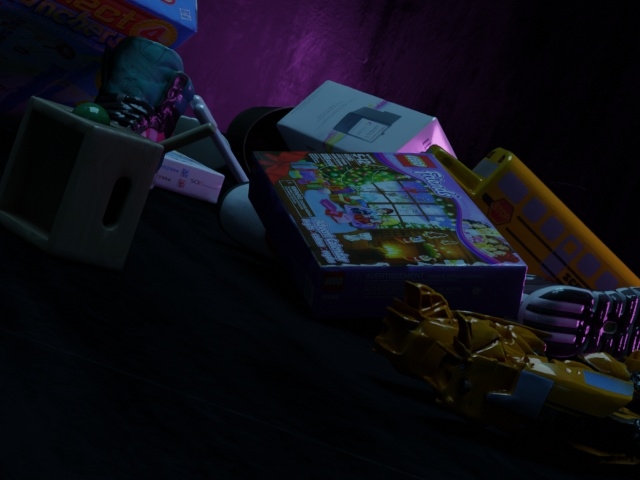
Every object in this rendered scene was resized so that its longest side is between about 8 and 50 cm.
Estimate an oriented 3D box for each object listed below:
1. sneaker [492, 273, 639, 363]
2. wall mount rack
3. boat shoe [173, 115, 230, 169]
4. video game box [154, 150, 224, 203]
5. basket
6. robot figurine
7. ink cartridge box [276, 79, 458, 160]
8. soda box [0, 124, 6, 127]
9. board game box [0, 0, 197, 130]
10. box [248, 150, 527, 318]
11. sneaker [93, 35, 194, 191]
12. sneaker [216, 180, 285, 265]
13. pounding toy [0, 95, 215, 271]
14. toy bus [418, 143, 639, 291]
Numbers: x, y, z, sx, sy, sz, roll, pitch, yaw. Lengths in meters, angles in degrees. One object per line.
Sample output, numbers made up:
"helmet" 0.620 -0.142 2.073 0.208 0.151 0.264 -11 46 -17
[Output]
"sneaker" 0.310 0.085 1.956 0.281 0.106 0.162 15 4 -35
"wall mount rack" -0.040 -0.073 2.122 0.304 0.130 0.350 19 5 -8
"boat shoe" -0.249 -0.171 2.625 0.227 0.079 0.081 17 10 0
"video game box" -0.253 -0.114 2.207 0.187 0.048 0.205 19 5 -34
"basket" -0.070 -0.154 2.776 0.204 0.154 0.227 15 3 -23
"robot figurine" 0.197 0.119 1.276 0.291 0.085 0.211 18 7 -22
"ink cartridge box" 0.107 -0.090 2.396 0.353 0.119 0.207 28 -27 53
"soda box" -0.498 -0.207 2.140 0.210 0.067 0.071 16 6 -42
"board game box" -0.360 -0.268 2.008 0.308 0.086 0.302 23 -41 -36
"box" 0.057 -0.012 1.626 0.201 0.057 0.293 0 24 -16
"sneaker" -0.233 -0.151 1.936 0.124 0.178 0.295 21 6 8
"sneaker" 0.014 0.004 1.747 0.270 0.090 0.145 23 3 2
"pounding toy" -0.180 -0.056 1.362 0.100 0.141 0.130 16 7 -42
"toy bus" 0.258 -0.004 2.108 0.332 0.130 0.108 44 2 -11
